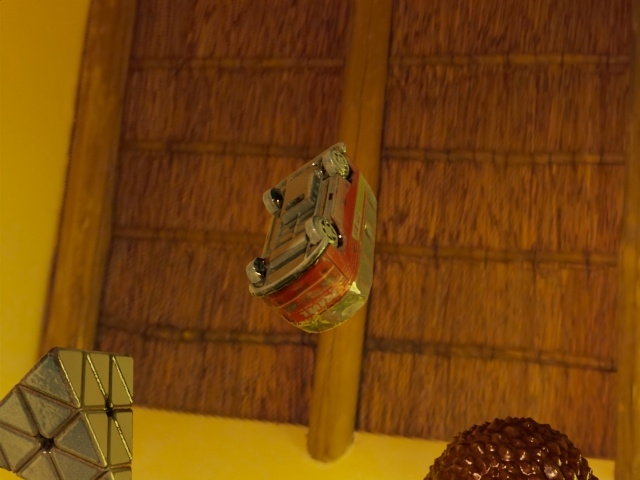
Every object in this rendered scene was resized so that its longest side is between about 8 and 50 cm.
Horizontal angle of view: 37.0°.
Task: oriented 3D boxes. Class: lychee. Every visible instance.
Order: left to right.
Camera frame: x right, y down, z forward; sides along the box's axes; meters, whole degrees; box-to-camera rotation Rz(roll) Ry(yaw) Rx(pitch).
[{"bbox_3d":[0.280,0.377,1.301,0.271,0.271,0.272,9,-51,12],"label":"lychee"}]

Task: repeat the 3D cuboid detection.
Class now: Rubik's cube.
[{"bbox_3d":[-0.397,0.280,1.508,0.228,0.229,0.233,24,-5,-32],"label":"Rubik's cube"}]

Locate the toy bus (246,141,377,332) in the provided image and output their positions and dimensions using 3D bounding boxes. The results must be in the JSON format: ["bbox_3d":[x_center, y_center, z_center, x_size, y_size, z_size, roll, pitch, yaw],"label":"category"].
[{"bbox_3d":[0.000,0.000,1.123,0.121,0.265,0.120,-33,-66,23],"label":"toy bus"}]
